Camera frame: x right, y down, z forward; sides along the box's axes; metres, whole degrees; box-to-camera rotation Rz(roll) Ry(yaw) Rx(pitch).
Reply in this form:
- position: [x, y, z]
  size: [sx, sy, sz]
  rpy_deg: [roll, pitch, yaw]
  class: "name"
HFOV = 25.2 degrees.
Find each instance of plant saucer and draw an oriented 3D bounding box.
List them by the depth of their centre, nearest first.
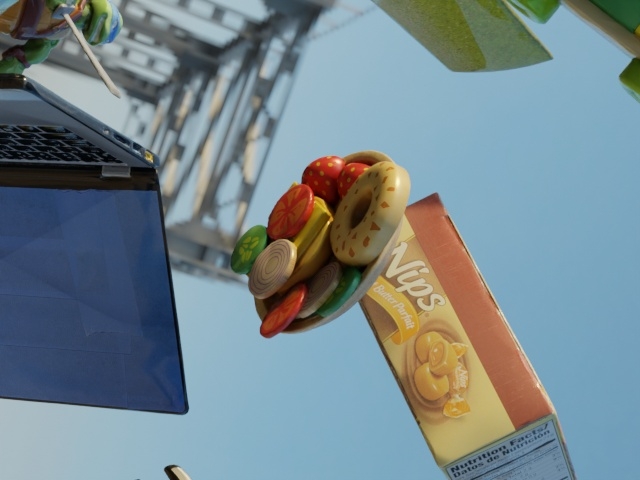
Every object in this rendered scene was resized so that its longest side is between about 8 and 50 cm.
- position: [0.020, -0.161, 0.746]
  size: [0.045, 0.188, 0.188]
  rpy_deg: [-48, 156, 9]
  class: "plant saucer"

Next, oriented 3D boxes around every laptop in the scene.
- position: [-0.356, 0.013, 1.313]
  size: [0.408, 0.382, 0.236]
  rpy_deg: [34, 60, -70]
  class: "laptop"

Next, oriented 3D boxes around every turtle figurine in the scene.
- position: [-0.340, -0.217, 1.508]
  size: [0.198, 0.266, 0.274]
  rpy_deg: [-21, -124, 65]
  class: "turtle figurine"

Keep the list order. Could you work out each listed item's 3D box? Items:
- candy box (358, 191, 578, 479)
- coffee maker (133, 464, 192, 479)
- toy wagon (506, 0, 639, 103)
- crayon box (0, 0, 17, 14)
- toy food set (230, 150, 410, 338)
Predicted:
- position: [0.115, 0.121, 1.054]
  size: [0.183, 0.087, 0.316]
  rpy_deg: [64, 3, 30]
  class: "candy box"
- position: [-0.141, 0.286, 1.199]
  size: [0.178, 0.171, 0.120]
  rpy_deg: [19, -49, 58]
  class: "coffee maker"
- position: [0.291, -0.208, 0.968]
  size: [0.267, 0.344, 0.068]
  rpy_deg: [-51, 169, 6]
  class: "toy wagon"
- position: [-0.270, -0.243, 0.640]
  size: [0.106, 0.363, 0.313]
  rpy_deg: [-46, -173, 43]
  class: "crayon box"
- position: [0.000, 0.000, 0.547]
  size: [0.082, 0.020, 0.083]
  rpy_deg: [-53, -149, 4]
  class: "toy food set"
